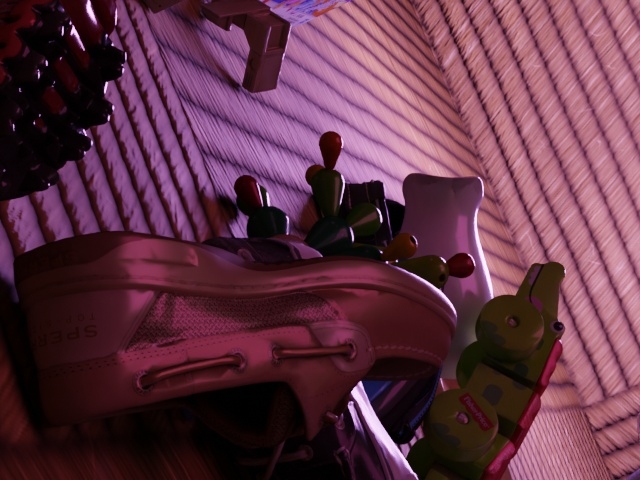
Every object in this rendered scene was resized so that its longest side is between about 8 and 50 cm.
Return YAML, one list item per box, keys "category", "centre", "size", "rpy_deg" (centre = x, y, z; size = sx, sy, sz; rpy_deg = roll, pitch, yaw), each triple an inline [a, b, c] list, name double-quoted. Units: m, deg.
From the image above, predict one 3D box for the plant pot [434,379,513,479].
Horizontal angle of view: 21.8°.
- category: "plant pot"
  centre: [0.169, 0.229, 1.904]
  size: [0.236, 0.032, 0.236]
  rpy_deg: [60, 14, -26]

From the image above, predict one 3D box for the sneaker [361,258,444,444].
- category: "sneaker"
  centre: [0.052, 0.122, 1.389]
  size: [0.341, 0.125, 0.140]
  rpy_deg: [-45, 132, -68]

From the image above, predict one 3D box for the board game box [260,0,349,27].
- category: "board game box"
  centre: [0.020, -0.333, 1.852]
  size: [0.078, 0.233, 0.347]
  rpy_deg: [66, 12, 2]

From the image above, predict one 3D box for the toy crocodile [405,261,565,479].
- category: "toy crocodile"
  centre: [0.165, 0.156, 1.574]
  size: [0.340, 0.105, 0.115]
  rpy_deg: [-57, 171, -38]

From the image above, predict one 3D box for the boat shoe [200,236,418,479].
- category: "boat shoe"
  centre: [-0.017, 0.129, 1.134]
  size: [0.102, 0.108, 0.301]
  rpy_deg: [10, 55, -47]

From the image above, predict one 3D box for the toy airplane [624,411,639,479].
- category: "toy airplane"
  centre: [0.349, 0.354, 1.862]
  size: [0.384, 0.272, 0.386]
  rpy_deg: [-65, 162, -64]

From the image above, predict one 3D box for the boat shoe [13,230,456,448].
- category: "boat shoe"
  centre: [-0.040, 0.073, 0.998]
  size: [0.341, 0.121, 0.110]
  rpy_deg: [9, 67, -46]

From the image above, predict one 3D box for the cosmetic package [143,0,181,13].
- category: "cosmetic package"
  centre: [-0.137, -0.260, 1.451]
  size: [0.041, 0.060, 0.115]
  rpy_deg: [52, 17, -49]

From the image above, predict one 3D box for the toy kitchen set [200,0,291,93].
- category: "toy kitchen set"
  centre: [-0.087, -0.196, 1.637]
  size: [0.068, 0.075, 0.083]
  rpy_deg: [-15, 40, -42]

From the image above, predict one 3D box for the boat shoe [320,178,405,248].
- category: "boat shoe"
  centre: [0.071, -0.002, 1.818]
  size: [0.233, 0.079, 0.084]
  rpy_deg: [47, 21, -60]

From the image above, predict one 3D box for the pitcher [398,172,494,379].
- category: "pitcher"
  centre: [0.123, 0.042, 1.752]
  size: [0.178, 0.125, 0.207]
  rpy_deg: [40, 54, -81]

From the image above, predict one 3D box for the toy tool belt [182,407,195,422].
- category: "toy tool belt"
  centre: [-0.077, 0.097, 1.085]
  size: [0.051, 0.052, 0.083]
  rpy_deg: [2, 56, -42]

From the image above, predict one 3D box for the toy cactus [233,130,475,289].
- category: "toy cactus"
  centre: [0.000, 0.000, 1.354]
  size: [0.219, 0.112, 0.180]
  rpy_deg: [32, 37, 25]

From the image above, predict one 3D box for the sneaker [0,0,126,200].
- category: "sneaker"
  centre: [-0.179, -0.137, 0.962]
  size: [0.098, 0.135, 0.276]
  rpy_deg: [70, 28, -53]
